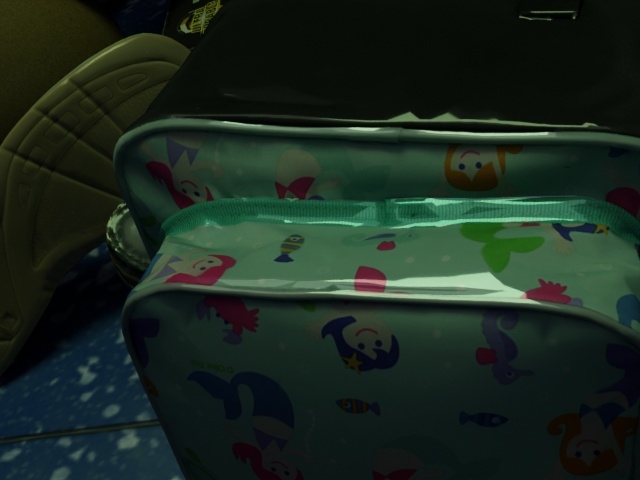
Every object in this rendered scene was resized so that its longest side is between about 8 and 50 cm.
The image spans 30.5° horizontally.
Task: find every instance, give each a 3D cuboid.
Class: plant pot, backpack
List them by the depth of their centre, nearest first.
[{"bbox_3d":[0.049,0.041,0.474,0.225,0.253,0.191,3,46,18],"label":"backpack"},{"bbox_3d":[-0.273,-0.114,0.917,0.237,0.237,0.254,5,23,36],"label":"plant pot"}]

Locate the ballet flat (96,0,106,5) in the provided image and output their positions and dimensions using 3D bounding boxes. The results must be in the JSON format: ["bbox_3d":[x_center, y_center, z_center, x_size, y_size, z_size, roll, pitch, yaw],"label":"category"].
[{"bbox_3d":[-0.311,-0.248,1.193,0.182,0.164,0.483,-24,22,42],"label":"ballet flat"}]

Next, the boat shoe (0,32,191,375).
[{"bbox_3d":[-0.185,-0.024,0.781,0.285,0.103,0.092,-53,26,8],"label":"boat shoe"}]

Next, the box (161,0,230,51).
[{"bbox_3d":[0.008,-0.222,0.984,0.257,0.079,0.322,-18,31,9],"label":"box"}]

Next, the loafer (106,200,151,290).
[{"bbox_3d":[0.000,0.000,0.642,0.268,0.084,0.096,8,66,17],"label":"loafer"}]
